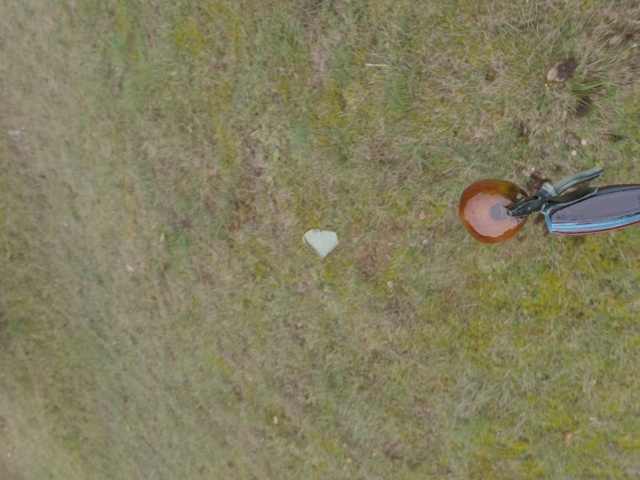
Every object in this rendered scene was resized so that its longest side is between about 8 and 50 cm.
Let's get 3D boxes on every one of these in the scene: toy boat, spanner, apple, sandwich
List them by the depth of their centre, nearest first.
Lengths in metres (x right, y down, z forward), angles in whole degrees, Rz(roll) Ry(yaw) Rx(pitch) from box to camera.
[{"bbox_3d":[0.647,-0.125,1.285,0.040,0.325,0.095,-129,24,-48],"label":"spanner"},{"bbox_3d":[0.861,-0.101,1.344,0.392,0.079,0.136,-12,79,15],"label":"toy boat"},{"bbox_3d":[0.000,0.000,1.387,0.105,0.093,0.036,42,162,2],"label":"sandwich"},{"bbox_3d":[0.594,-0.108,1.588,0.230,0.230,0.229,8,110,23],"label":"apple"}]
